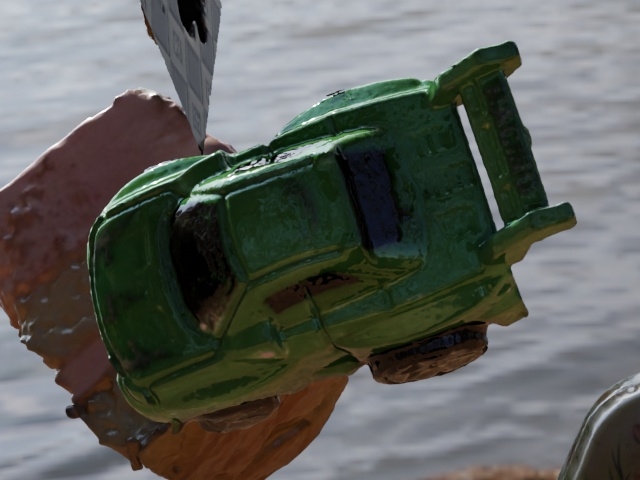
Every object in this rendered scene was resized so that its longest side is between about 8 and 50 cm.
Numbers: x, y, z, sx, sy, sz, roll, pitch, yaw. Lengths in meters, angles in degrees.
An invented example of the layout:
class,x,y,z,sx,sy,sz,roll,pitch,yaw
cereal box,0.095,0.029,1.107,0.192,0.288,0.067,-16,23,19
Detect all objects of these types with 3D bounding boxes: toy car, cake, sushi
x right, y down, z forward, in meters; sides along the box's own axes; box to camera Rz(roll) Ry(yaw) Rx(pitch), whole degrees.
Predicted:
class,x,y,z,sx,sy,sz,roll,pitch,yaw
toy car,0.000,0.000,1.327,0.358,0.213,0.176,-17,-17,6
cake,-0.133,0.056,1.787,0.293,0.314,0.307,-43,66,-4
sushi,-0.161,-0.256,1.652,0.050,0.290,0.264,-9,41,11

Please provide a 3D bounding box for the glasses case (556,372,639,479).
class,x,y,z,sx,sy,sz,roll,pitch,yaw
glasses case,0.165,0.277,1.056,0.156,0.425,0.098,20,10,-1
